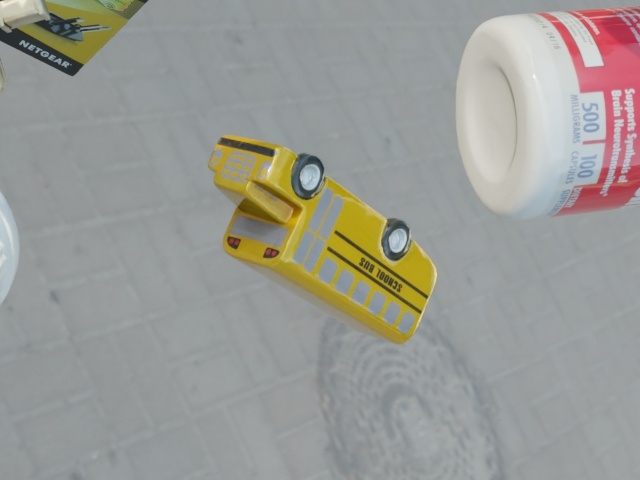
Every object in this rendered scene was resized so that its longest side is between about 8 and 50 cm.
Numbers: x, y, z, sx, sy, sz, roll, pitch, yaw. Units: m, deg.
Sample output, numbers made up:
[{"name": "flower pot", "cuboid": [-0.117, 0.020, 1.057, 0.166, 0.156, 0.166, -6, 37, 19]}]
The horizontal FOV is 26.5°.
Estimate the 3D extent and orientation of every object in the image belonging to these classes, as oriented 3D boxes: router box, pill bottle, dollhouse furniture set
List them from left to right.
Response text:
[{"name": "dollhouse furniture set", "cuboid": [-0.404, -0.218, 1.545, 0.161, 0.181, 0.101, 5, 68, -89]}, {"name": "router box", "cuboid": [-0.427, -0.395, 1.993, 0.308, 0.243, 0.081, 25, 47, -32]}, {"name": "pill bottle", "cuboid": [0.379, -0.154, 1.548, 0.407, 0.229, 0.229, -7, 67, -16]}]

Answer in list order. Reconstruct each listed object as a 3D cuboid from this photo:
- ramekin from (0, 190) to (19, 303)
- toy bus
[{"name": "ramekin", "cuboid": [-0.399, 0.020, 1.136, 0.273, 0.273, 0.127, 43, 35, -26]}, {"name": "toy bus", "cuboid": [0.000, 0.000, 1.558, 0.332, 0.108, 0.130, 33, 78, -46]}]
